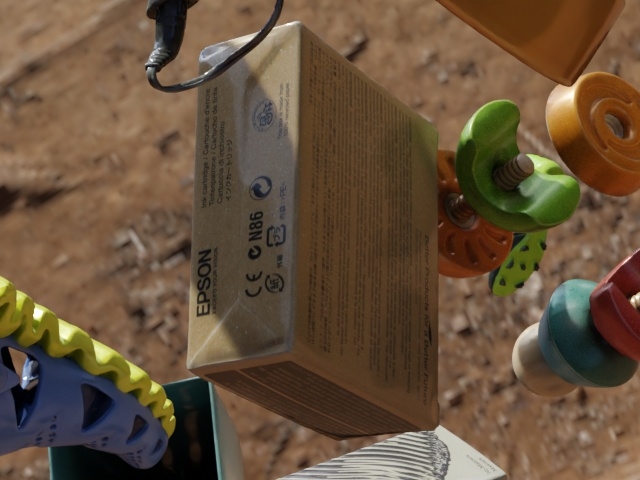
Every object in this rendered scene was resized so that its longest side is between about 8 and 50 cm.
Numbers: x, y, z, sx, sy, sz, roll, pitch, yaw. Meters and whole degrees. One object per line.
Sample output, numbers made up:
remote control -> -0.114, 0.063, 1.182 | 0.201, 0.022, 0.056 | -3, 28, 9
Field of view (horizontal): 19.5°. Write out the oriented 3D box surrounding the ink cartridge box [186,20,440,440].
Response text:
ink cartridge box -> 0.000, 0.000, 1.259 | 0.088, 0.193, 0.234 | -12, 63, 29

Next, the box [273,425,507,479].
box -> 0.033, 0.263, 1.694 | 0.275, 0.094, 0.113 | -15, 34, -38

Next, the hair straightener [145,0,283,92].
hair straightener -> -0.042, -0.181, 0.878 | 0.089, 0.047, 0.230 | 8, 83, 40

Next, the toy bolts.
toy bolts -> 0.176, 0.006, 1.421 | 0.218, 0.228, 0.158 | -33, -3, -43

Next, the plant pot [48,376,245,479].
plant pot -> -0.148, 0.266, 1.831 | 0.165, 0.234, 0.165 | -12, 62, 8

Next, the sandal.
sandal -> -0.244, 0.114, 1.452 | 0.126, 0.317, 0.138 | 14, 73, 48

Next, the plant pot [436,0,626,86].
plant pot -> 0.089, -0.252, 1.051 | 0.203, 0.291, 0.291 | -52, 44, 11

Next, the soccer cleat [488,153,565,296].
soccer cleat -> 0.243, -0.018, 2.256 | 0.072, 0.060, 0.179 | 40, 113, 51
